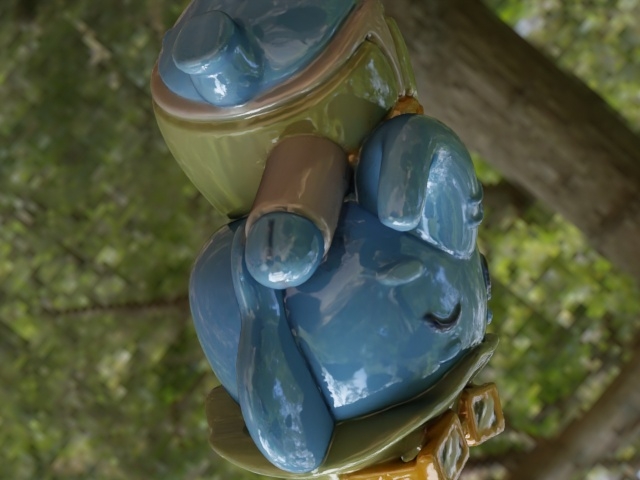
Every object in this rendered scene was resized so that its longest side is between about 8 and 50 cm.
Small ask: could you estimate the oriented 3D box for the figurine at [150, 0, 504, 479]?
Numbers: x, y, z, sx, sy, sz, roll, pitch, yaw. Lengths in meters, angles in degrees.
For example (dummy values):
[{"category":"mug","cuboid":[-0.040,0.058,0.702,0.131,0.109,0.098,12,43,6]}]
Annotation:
[{"category":"figurine","cuboid":[-0.003,0.000,0.873,0.154,0.262,0.180,-22,-155,-1]}]
